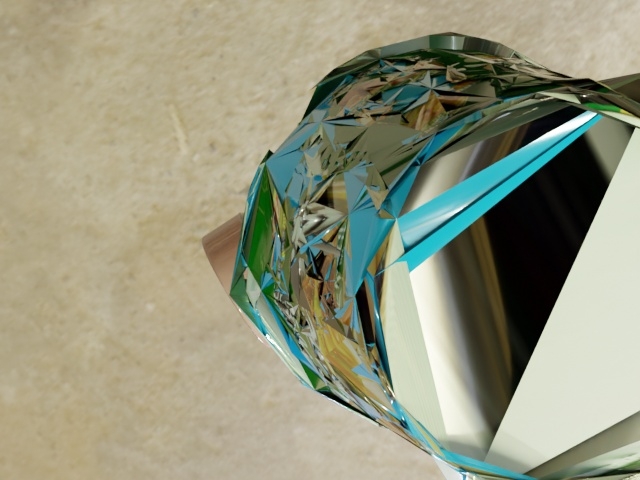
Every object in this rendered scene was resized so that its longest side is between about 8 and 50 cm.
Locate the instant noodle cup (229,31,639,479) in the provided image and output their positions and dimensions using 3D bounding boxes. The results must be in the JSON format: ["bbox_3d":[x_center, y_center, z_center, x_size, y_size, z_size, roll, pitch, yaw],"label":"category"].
[{"bbox_3d":[0.087,0.011,0.573,0.240,0.178,0.240,-2,99,-12],"label":"instant noodle cup"}]

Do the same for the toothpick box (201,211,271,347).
[{"bbox_3d":[0.000,0.000,0.851,0.149,0.098,0.098,-32,99,2],"label":"toothpick box"}]
